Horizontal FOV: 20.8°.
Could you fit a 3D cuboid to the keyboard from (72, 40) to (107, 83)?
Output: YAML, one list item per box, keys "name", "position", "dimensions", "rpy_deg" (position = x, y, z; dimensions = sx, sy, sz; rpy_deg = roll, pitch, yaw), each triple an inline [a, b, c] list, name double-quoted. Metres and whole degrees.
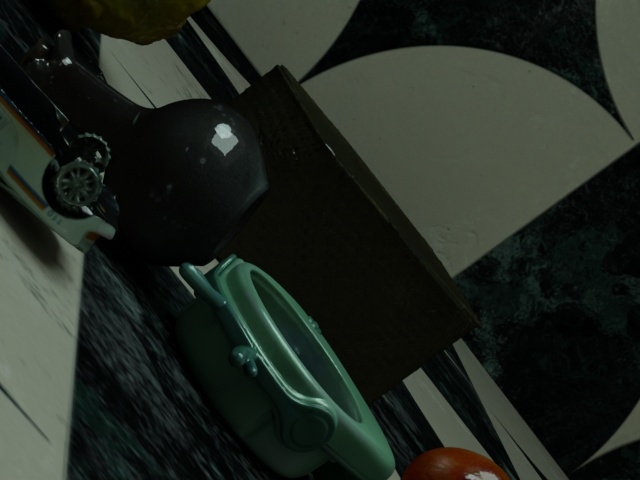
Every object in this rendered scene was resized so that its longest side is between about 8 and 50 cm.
- name: "keyboard"
  position: [-0.182, -0.117, 1.448]
  dimensions: [0.053, 0.010, 0.155]
  rpy_deg: [48, 8, -39]

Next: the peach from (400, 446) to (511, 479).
- name: "peach"
  position: [0.114, 0.217, 1.414]
  dimensions: [0.100, 0.101, 0.101]
  rpy_deg: [53, 6, -7]

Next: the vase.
- name: "vase"
  position: [-0.124, -0.067, 1.160]
  dimensions: [0.183, 0.120, 0.120]
  rpy_deg: [40, 5, 3]

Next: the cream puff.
- name: "cream puff"
  position: [-0.182, -0.287, 1.528]
  dimensions: [0.244, 0.196, 0.244]
  rpy_deg: [51, 7, -8]

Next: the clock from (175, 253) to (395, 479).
- name: "clock"
  position: [-0.035, 0.084, 1.154]
  dimensions: [0.159, 0.066, 0.211]
  rpy_deg: [57, 7, 33]

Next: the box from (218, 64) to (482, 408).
- name: "box"
  position: [0.002, -0.002, 1.607]
  dimensions: [0.273, 0.143, 0.184]
  rpy_deg: [49, 8, -35]

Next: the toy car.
- name: "toy car"
  position: [-0.183, -0.079, 0.970]
  dimensions: [0.205, 0.056, 0.095]
  rpy_deg: [49, 7, -14]
